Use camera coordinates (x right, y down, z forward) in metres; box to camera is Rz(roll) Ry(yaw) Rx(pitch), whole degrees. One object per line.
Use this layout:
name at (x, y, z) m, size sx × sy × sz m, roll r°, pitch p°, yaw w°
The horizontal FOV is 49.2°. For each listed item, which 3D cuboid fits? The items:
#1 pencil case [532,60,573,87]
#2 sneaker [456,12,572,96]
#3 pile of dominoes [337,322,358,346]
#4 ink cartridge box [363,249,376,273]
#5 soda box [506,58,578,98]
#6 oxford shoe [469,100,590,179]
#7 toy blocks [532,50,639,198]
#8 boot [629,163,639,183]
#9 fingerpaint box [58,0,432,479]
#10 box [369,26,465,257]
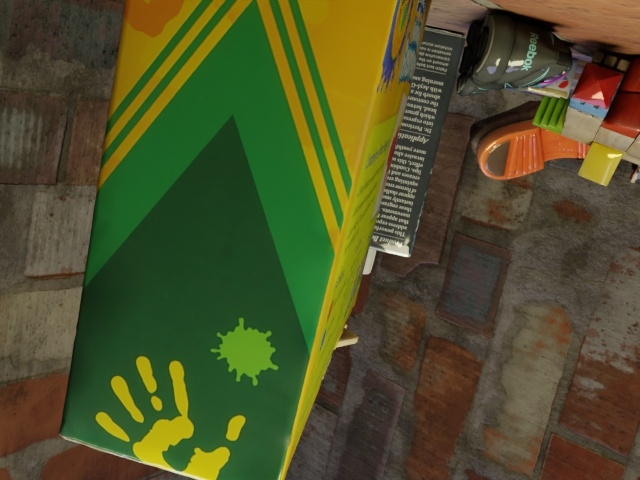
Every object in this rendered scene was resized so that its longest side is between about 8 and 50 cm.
pencil case at (0.324, -0.256, 1.020) m, size 0.070 × 0.064 × 0.152 m, roll -1°, pitch -170°, yaw 14°
sneaker at (0.240, -0.228, 0.901) m, size 0.106 × 0.101 × 0.267 m, roll 10°, pitch -166°, yaw 1°
pile of dominoes at (-0.080, 0.081, 0.807) m, size 0.196 × 0.040 × 0.251 m, roll 7°, pitch -164°, yaw -23°
ink cartridge box at (0.000, 0.000, 1.417) m, size 0.140 × 0.082 × 0.191 m, roll 3°, pitch -161°, yaw -39°
soda box at (0.399, -0.302, 1.281) m, size 0.074 × 0.069 × 0.216 m, roll 12°, pitch -167°, yaw 1°
oxford shoe at (0.454, -0.223, 1.280) m, size 0.364 × 0.129 × 0.132 m, roll -11°, pitch -140°, yaw 0°
toy blocks at (0.486, -0.158, 0.933) m, size 0.382 × 0.190 × 0.261 m, roll 25°, pitch -176°, yaw 16°
boot at (0.631, -0.065, 1.091) m, size 0.284 × 0.377 × 0.138 m, roll 21°, pitch 177°, yaw 13°
fingerpaint box at (-0.027, -0.071, 0.611) m, size 0.163 × 0.370 × 0.445 m, roll 15°, pitch -165°, yaw 6°
box at (0.119, -0.204, 1.332) m, size 0.212 × 0.395 × 0.293 m, roll 14°, pitch -166°, yaw 5°
